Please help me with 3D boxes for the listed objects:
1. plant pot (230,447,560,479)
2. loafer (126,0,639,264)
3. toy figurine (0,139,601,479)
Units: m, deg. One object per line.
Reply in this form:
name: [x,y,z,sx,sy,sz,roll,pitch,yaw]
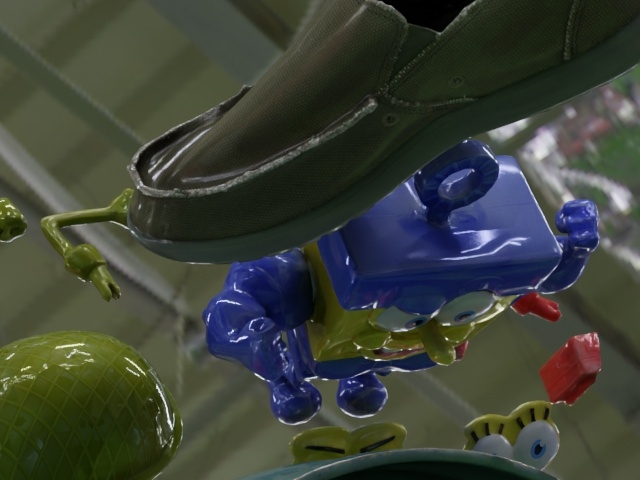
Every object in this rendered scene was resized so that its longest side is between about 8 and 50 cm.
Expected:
plant pot: [-0.015,0.222,0.726,0.293,0.196,0.293,2,-93,-31]
loafer: [0.021,-0.077,0.784,0.251,0.094,0.087,-28,-59,7]
toy figurine: [0.000,0.000,0.892,0.362,0.191,0.217,-2,-29,-24]
